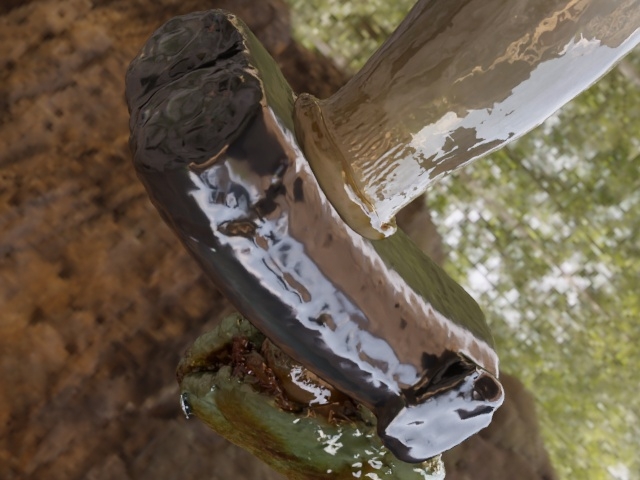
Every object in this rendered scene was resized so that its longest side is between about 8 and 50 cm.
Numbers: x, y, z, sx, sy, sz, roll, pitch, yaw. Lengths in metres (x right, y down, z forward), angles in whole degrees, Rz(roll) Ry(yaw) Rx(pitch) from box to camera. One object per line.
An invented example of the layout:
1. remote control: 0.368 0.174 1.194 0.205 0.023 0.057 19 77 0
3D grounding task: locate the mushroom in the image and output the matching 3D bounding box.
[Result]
1. mushroom: 0.093 -0.103 0.598 0.247 0.096 0.108 -43 -139 0

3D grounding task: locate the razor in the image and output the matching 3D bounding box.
1. razor: -0.003 0.003 0.820 0.107 0.327 0.189 -34 -147 14

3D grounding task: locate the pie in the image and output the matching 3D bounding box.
1. pie: -0.012 0.175 1.170 0.257 0.274 0.105 -24 -150 53
